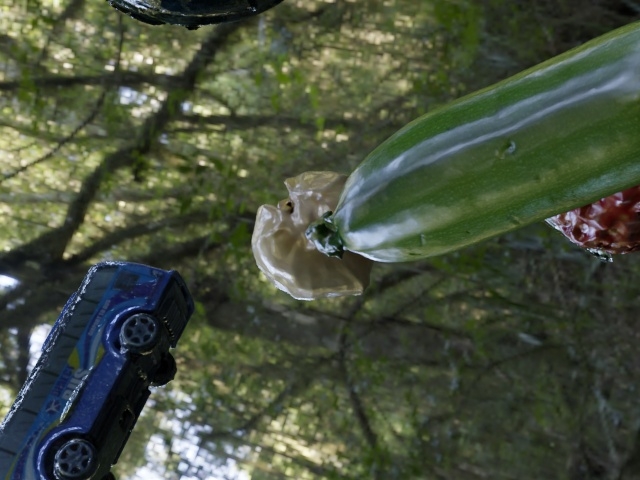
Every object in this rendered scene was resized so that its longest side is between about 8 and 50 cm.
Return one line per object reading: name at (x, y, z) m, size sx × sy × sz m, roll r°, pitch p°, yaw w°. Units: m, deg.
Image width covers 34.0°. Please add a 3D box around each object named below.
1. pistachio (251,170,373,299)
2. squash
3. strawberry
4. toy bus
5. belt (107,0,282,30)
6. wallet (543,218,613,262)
pistachio at (0.000, 0.000, 1.208) m, size 0.229 × 0.157 × 0.157 m, roll 113°, pitch 173°, yaw -84°
squash at (0.123, -0.056, 0.688) m, size 0.101 × 0.378 × 0.101 m, roll 17°, pitch -118°, yaw -35°
strawberry at (0.339, -0.072, 1.169) m, size 0.178 × 0.234 × 0.234 m, roll -47°, pitch -21°, yaw 18°
toy bus at (-0.183, 0.124, 0.806) m, size 0.079 × 0.094 × 0.237 m, roll 85°, pitch -155°, yaw -60°
belt at (-0.114, -0.289, 0.830) m, size 0.206 × 0.267 × 0.116 m, roll -12°, pitch -35°, yaw -24°
wallet at (0.412, -0.139, 1.422) m, size 0.309 × 0.223 × 0.077 m, roll -48°, pitch -43°, yaw -4°
